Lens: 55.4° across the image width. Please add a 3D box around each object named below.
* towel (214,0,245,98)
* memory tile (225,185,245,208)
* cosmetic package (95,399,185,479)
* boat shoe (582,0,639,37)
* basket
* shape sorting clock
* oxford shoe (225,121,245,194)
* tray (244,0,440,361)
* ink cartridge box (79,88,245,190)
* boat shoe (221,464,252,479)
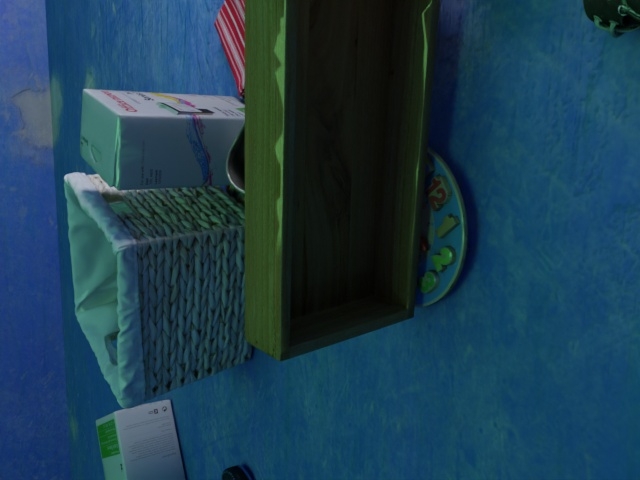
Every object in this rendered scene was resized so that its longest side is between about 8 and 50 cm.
[{"bbox_3d":[-0.105,-0.394,1.015,0.275,0.031,0.199,-47,56,48],"label":"towel"},{"bbox_3d":[-0.146,-0.054,1.138,0.113,0.012,0.148,-7,88,55],"label":"memory tile"},{"bbox_3d":[-0.440,0.608,1.538,0.197,0.155,0.365,-35,65,49],"label":"cosmetic package"},{"bbox_3d":[0.252,-0.202,0.488,0.070,0.078,0.219,-55,43,43],"label":"boat shoe"},{"bbox_3d":[-0.298,0.066,1.136,0.328,0.266,0.331,37,128,47],"label":"basket"},{"bbox_3d":[0.104,-0.019,0.754,0.206,0.040,0.206,11,103,55],"label":"shape sorting clock"},{"bbox_3d":[-0.011,-0.199,0.821,0.449,0.130,0.169,-52,51,43],"label":"oxford shoe"},{"bbox_3d":[0.021,-0.098,0.641,0.076,0.203,0.411,20,113,46],"label":"tray"},{"bbox_3d":[-0.230,-0.171,1.009,0.201,0.278,0.117,34,122,48],"label":"ink cartridge box"},{"bbox_3d":[-0.150,0.566,1.164,0.109,0.089,0.258,-47,57,48],"label":"boat shoe"}]
